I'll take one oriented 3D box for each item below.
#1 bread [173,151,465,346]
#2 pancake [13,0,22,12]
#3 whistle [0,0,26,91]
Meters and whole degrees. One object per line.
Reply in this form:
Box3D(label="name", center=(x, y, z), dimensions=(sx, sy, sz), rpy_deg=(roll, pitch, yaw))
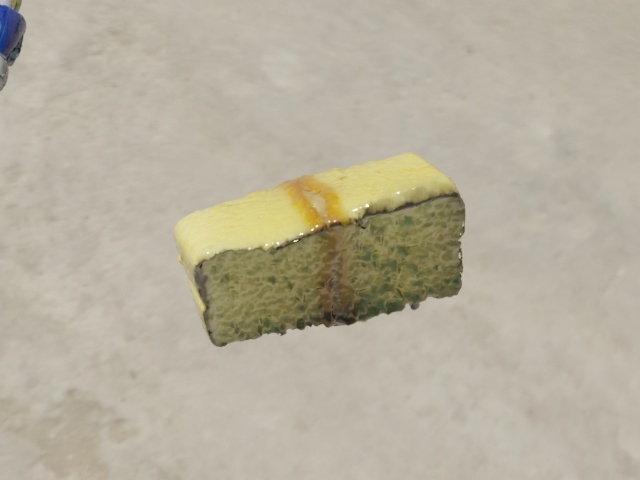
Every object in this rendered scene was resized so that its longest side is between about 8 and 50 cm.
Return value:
Box3D(label="bread", center=(0.000, 0.000, 1.485), dimensions=(0.266, 0.178, 0.142), rpy_deg=(-16, 70, -8))
Box3D(label="pancake", center=(-0.379, -0.311, 1.876), dimensions=(0.108, 0.017, 0.108), rpy_deg=(-7, 81, 52))
Box3D(label="whistle", center=(-0.166, -0.103, 0.796), dimensions=(0.029, 0.083, 0.033), rpy_deg=(19, 147, -23))
